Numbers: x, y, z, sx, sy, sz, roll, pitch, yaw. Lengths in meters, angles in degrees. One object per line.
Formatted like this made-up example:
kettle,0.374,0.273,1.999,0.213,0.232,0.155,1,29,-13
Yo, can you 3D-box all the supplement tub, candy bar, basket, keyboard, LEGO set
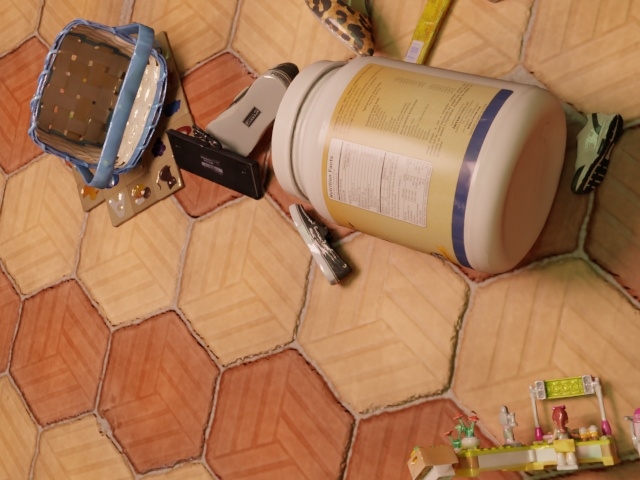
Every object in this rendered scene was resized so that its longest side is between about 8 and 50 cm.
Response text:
supplement tub,0.120,-0.106,0.958,0.316,0.228,0.228,19,95,31
candy bar,0.151,-0.298,1.082,0.040,0.018,0.161,27,99,33
basket,-0.352,-0.233,1.232,0.289,0.201,0.254,35,105,60
keyboard,-0.171,-0.135,1.214,0.180,0.108,0.023,22,54,26
LEGO set,0.244,0.220,0.906,0.287,0.132,0.107,-7,75,7

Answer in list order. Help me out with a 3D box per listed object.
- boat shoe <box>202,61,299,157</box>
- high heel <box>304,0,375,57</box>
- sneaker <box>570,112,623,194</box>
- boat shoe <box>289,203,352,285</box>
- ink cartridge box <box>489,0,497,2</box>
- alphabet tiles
boat shoe,-0.105,-0.197,1.191,0.078,0.070,0.219,45,133,-12
high heel,0.060,-0.399,1.099,0.186,0.093,0.261,-42,57,26
sneaker,0.336,-0.109,0.948,0.044,0.040,0.109,27,95,46
boat shoe,0.000,0.000,1.126,0.040,0.049,0.142,-31,71,4
ink cartridge box,0.258,-0.392,0.982,0.151,0.063,0.109,-15,76,47
alphabet tiles,-0.355,-0.211,1.373,0.285,0.011,0.342,-27,72,25
